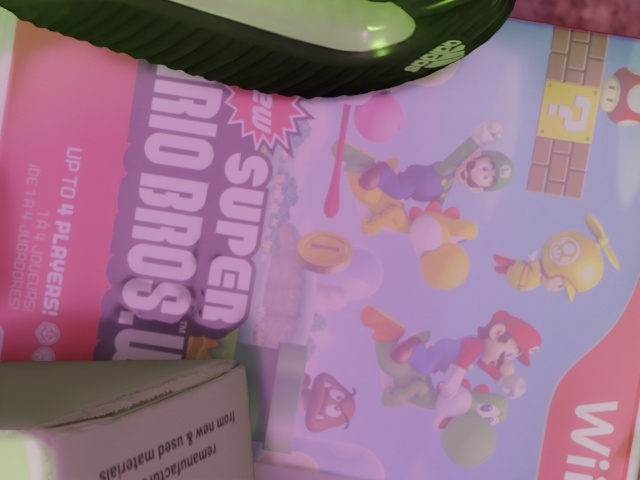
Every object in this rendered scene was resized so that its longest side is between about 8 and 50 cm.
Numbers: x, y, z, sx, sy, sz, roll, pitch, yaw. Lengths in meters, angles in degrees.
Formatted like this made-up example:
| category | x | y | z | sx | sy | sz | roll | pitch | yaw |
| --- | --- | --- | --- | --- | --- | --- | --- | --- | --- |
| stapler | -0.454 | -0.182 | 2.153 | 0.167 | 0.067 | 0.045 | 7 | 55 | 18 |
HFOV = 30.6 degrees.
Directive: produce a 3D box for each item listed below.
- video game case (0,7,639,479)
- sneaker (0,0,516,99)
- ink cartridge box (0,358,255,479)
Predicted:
| category | x | y | z | sx | sy | sz | roll | pitch | yaw |
| --- | --- | --- | --- | --- | --- | --- | --- | --- | --- |
| video game case | 0.000 | 0.000 | 0.478 | 0.285 | 0.025 | 0.204 | 9 | 92 | -1 |
| sneaker | -0.133 | -0.219 | 0.354 | 0.448 | 0.169 | 0.257 | 13 | 68 | -32 |
| ink cartridge box | -0.134 | 0.200 | 0.403 | 0.226 | 0.131 | 0.306 | -3 | 94 | 23 |
